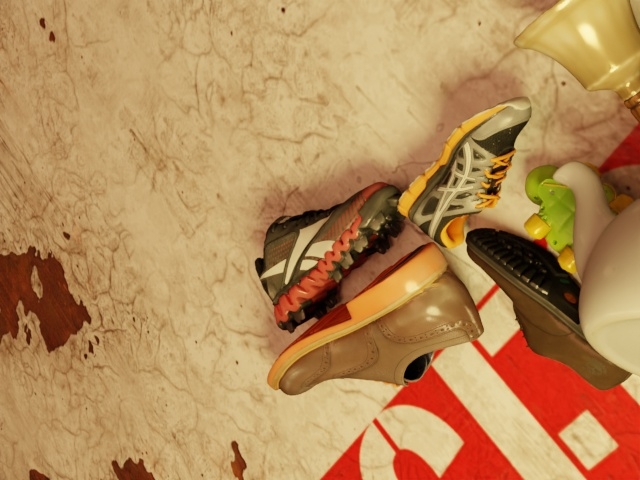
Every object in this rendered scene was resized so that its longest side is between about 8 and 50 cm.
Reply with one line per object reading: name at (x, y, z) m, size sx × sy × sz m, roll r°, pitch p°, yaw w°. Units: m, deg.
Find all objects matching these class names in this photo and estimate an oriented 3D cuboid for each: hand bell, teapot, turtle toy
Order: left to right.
turtle toy at (0.258, -0.030, 0.869) m, size 0.095 × 0.066 × 0.130 m, roll -47°, pitch 63°, yaw 14°
hand bell at (0.301, -0.125, 0.797) m, size 0.126 × 0.126 × 0.242 m, roll -36°, pitch 86°, yaw 42°
teapot at (0.353, 0.021, 0.711) m, size 0.252 × 0.256 × 0.187 m, roll -24°, pitch 42°, yaw 65°

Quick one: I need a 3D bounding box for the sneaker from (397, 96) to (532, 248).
sneaker at (0.170, -0.074, 0.938) m, size 0.083 × 0.084 × 0.215 m, roll 54°, pitch 140°, yaw 17°

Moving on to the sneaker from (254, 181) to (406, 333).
sneaker at (0.000, 0.000, 1.100) m, size 0.135 × 0.098 × 0.276 m, roll 55°, pitch 133°, yaw 16°

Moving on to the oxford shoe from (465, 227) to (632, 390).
oxford shoe at (0.232, 0.074, 0.910) m, size 0.227 × 0.083 × 0.096 m, roll 46°, pitch 132°, yaw 28°

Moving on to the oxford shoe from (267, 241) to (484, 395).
oxford shoe at (0.054, 0.141, 1.070) m, size 0.132 × 0.130 × 0.364 m, roll 51°, pitch 139°, yaw 2°
